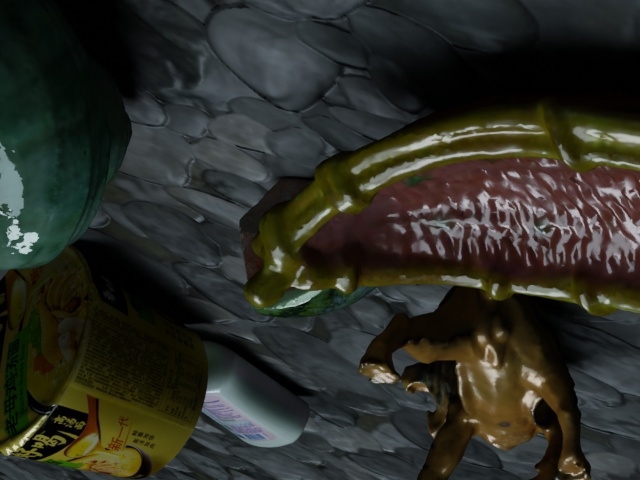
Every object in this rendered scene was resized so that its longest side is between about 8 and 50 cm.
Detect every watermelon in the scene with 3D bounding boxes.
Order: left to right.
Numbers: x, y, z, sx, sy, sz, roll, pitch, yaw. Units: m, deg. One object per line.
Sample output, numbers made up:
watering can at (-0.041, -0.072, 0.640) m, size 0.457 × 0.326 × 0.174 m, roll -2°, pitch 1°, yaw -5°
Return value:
watermelon at (0.005, 0.002, 0.836) m, size 0.085 × 0.072 × 0.092 m, roll -2°, pitch -172°, yaw 27°

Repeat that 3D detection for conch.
conch at (-0.175, -0.065, 0.755) m, size 0.176 × 0.122 × 0.188 m, roll -10°, pitch 140°, yaw 46°

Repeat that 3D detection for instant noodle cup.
instant noodle cup at (-0.157, 0.089, 1.089) m, size 0.122 × 0.151 × 0.151 m, roll 26°, pitch 162°, yaw -38°

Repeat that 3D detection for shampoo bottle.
shampoo bottle at (-0.064, 0.108, 1.154) m, size 0.072 × 0.043 × 0.099 m, roll -3°, pitch 146°, yaw 48°

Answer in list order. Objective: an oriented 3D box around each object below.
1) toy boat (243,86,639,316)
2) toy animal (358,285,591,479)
toy boat at (0.113, -0.005, 0.640) m, size 0.318 × 0.099 × 0.141 m, roll 3°, pitch 149°, yaw 36°
toy animal at (0.087, 0.057, 0.839) m, size 0.114 × 0.116 × 0.255 m, roll 4°, pitch 147°, yaw 10°
